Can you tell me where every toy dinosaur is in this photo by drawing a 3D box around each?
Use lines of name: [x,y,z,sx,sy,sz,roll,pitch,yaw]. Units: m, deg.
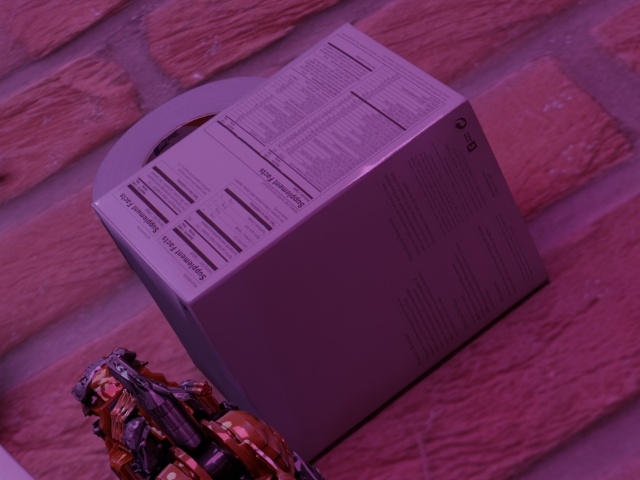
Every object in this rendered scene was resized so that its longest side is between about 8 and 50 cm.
toy dinosaur: [-0.067,0.187,1.256,0.164,0.218,0.322,-28,36,-1]

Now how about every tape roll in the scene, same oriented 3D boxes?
tape roll: [-0.101,-0.058,1.695,0.219,0.072,0.219,-17,38,14]

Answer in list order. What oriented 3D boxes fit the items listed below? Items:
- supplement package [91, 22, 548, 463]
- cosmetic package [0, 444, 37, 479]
supplement package: [0.000,0.000,1.451,0.263,0.199,0.198,-36,37,-10]
cosmetic package: [-0.249,0.277,1.321,0.197,0.155,0.365,-40,39,-14]
